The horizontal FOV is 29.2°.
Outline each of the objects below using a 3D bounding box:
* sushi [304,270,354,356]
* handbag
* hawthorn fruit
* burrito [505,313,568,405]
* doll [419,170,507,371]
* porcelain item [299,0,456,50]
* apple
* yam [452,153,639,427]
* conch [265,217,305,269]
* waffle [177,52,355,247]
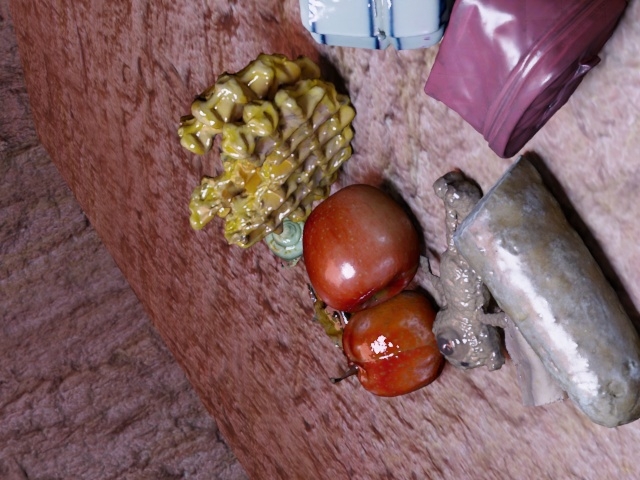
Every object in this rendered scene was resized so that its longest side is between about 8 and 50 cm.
[{"bbox_3d":[0.042,0.128,2.121,0.097,0.103,0.226,-32,81,43],"label":"sushi"},{"bbox_3d":[0.202,-0.187,1.217,0.135,0.146,0.225,44,157,11],"label":"handbag"},{"bbox_3d":[0.099,0.168,1.878,0.157,0.194,0.157,59,171,15],"label":"hawthorn fruit"},{"bbox_3d":[0.272,0.130,1.584,0.087,0.060,0.226,41,152,58],"label":"burrito"},{"bbox_3d":[0.198,0.057,1.668,0.202,0.091,0.286,45,145,22],"label":"doll"},{"bbox_3d":[0.064,-0.352,1.217,0.286,0.157,0.281,-78,-12,-48],"label":"porcelain item"},{"bbox_3d":[0.056,0.013,1.807,0.168,0.181,0.181,55,159,12],"label":"apple"},{"bbox_3d":[0.270,0.066,1.418,0.330,0.133,0.133,59,160,10],"label":"yam"},{"bbox_3d":[-0.067,-0.008,2.264,0.170,0.079,0.105,111,146,-73],"label":"conch"},{"bbox_3d":[-0.082,-0.139,1.857,0.151,0.261,0.324,47,158,21],"label":"waffle"}]
